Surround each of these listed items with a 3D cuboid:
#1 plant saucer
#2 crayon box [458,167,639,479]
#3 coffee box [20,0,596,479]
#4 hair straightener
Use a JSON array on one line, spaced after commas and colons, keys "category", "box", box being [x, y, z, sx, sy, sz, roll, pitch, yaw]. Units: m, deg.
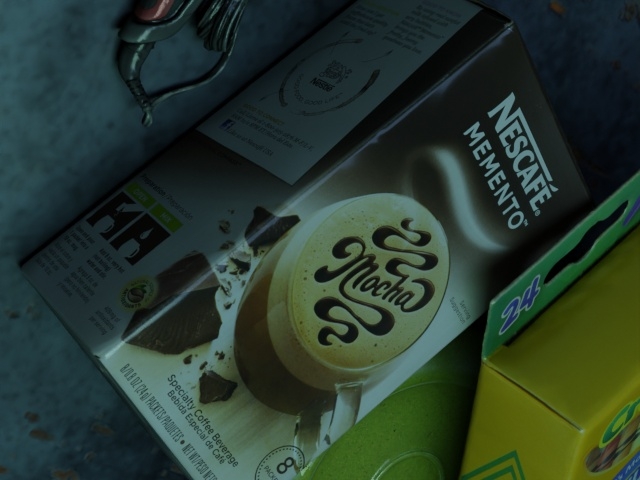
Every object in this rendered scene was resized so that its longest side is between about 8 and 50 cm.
[{"category": "plant saucer", "box": [0.050, 0.167, 1.186, 0.241, 0.037, 0.241, -15, 122, -26]}, {"category": "crayon box", "box": [0.183, 0.108, 1.120, 0.203, 0.083, 0.323, -38, 150, -30]}, {"category": "coffee box", "box": [0.000, 0.000, 1.007, 0.297, 0.119, 0.168, -40, 130, -10]}, {"category": "hair straightener", "box": [-0.037, -0.162, 0.942, 0.089, 0.047, 0.230, 20, 102, -39]}]
